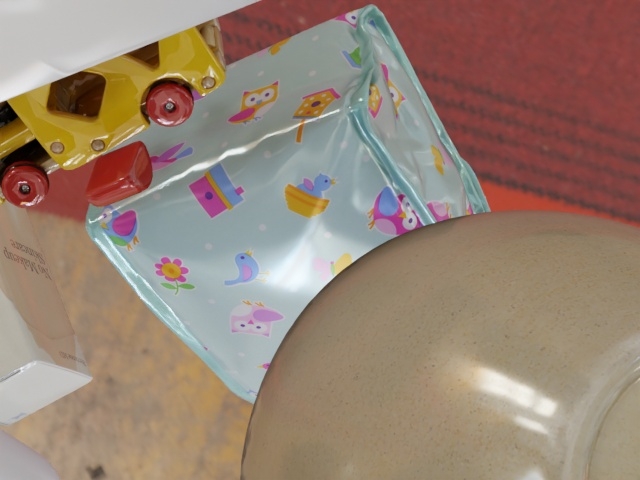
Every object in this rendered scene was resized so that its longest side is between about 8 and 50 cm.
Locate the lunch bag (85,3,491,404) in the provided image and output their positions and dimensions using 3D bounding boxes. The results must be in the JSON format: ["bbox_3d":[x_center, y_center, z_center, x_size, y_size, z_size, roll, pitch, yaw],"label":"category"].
[{"bbox_3d":[0.000,0.000,1.121,0.223,0.160,0.262,-23,126,19],"label":"lunch bag"}]

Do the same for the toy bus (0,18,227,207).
[{"bbox_3d":[-0.155,-0.103,0.934,0.202,0.191,0.104,-53,126,-29],"label":"toy bus"}]

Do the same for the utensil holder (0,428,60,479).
[{"bbox_3d":[-0.543,0.309,1.896,0.327,0.327,0.385,-49,126,3],"label":"utensil holder"}]

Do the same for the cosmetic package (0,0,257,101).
[{"bbox_3d":[-0.132,-0.126,0.764,0.239,0.099,0.060,-23,131,-7],"label":"cosmetic package"}]

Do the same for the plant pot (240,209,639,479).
[{"bbox_3d":[0.125,0.114,0.708,0.284,0.191,0.284,3,81,-18],"label":"plant pot"}]

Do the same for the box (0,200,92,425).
[{"bbox_3d":[-0.381,0.037,1.764,0.121,0.311,0.148,-29,161,10],"label":"box"}]
